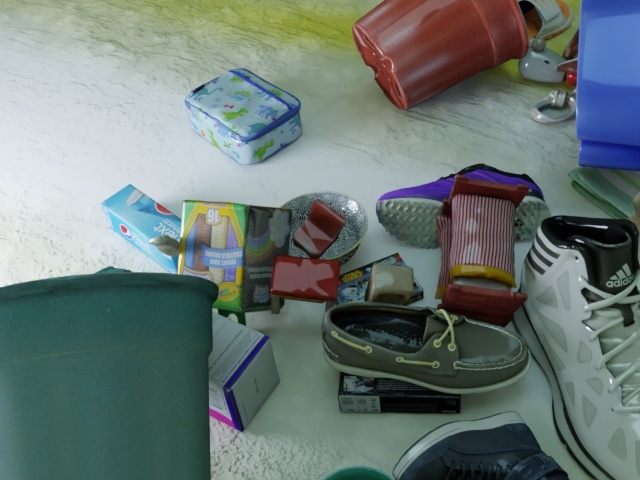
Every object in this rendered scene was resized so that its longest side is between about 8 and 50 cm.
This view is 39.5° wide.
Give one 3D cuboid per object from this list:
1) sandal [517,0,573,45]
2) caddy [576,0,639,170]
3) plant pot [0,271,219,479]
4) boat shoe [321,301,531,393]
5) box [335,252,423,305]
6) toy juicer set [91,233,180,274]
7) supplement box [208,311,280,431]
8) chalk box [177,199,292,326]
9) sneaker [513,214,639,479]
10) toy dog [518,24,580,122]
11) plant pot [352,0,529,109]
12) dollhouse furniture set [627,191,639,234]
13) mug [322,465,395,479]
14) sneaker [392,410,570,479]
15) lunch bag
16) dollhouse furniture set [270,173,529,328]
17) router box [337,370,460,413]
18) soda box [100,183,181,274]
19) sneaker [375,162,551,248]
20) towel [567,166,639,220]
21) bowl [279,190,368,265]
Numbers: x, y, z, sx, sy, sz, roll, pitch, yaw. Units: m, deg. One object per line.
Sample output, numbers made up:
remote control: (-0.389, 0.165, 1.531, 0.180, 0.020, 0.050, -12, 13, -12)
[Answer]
sandal: (0.449, -0.474, 1.922, 0.265, 0.076, 0.102, -35, 51, -24)
caddy: (0.537, -0.276, 1.525, 0.179, 0.241, 0.341, 2, 72, 20)
plant pot: (-0.278, 0.240, 1.123, 0.341, 0.341, 0.334, -9, 77, 0)
boat shoe: (0.150, 0.147, 1.281, 0.305, 0.091, 0.109, 4, 50, 11)
box: (0.088, 0.081, 1.468, 0.137, 0.027, 0.094, -21, 48, -12)
toy juicer set: (-0.316, 0.087, 1.403, 0.329, 0.209, 0.089, -31, 88, 17)
supplement box: (-0.186, 0.179, 1.355, 0.220, 0.111, 0.114, 20, 52, 25)
chalk box: (-0.140, 0.047, 1.425, 0.132, 0.213, 0.132, 7, 2, 30)
sneaker: (0.390, 0.140, 1.204, 0.169, 0.257, 0.447, -17, 46, -8)
toy dog: (0.562, -0.356, 1.731, 0.333, 0.161, 0.220, -2, 45, 6)
plant pot: (0.223, -0.410, 1.768, 0.265, 0.272, 0.272, -32, 48, -2)
dollhouse furniture set: (0.687, -0.001, 1.310, 0.303, 0.174, 0.355, -38, 65, 10)
mug: (0.062, 0.376, 1.135, 0.158, 0.097, 0.129, 31, 57, 32)
sneaker: (0.220, 0.313, 1.151, 0.226, 0.086, 0.163, -9, 43, -29)
lunch bag: (-0.153, -0.257, 1.794, 0.176, 0.090, 0.219, -34, 51, -26)
dollhouse furniture set: (0.119, 0.012, 1.367, 0.374, 0.152, 0.201, 6, 62, -2)
router box: (0.121, 0.193, 1.341, 0.179, 0.046, 0.133, 0, 45, 8)
soda box: (-0.299, -0.019, 1.596, 0.210, 0.067, 0.071, 32, 58, 32)
sneaker: (0.243, -0.071, 1.554, 0.293, 0.102, 0.146, 0, 42, 2)
towel: (0.639, -0.123, 1.579, 0.325, 0.038, 0.248, -29, 50, -19)
bowl: (0.000, 0.000, 1.524, 0.170, 0.080, 0.170, -5, 46, 5)
